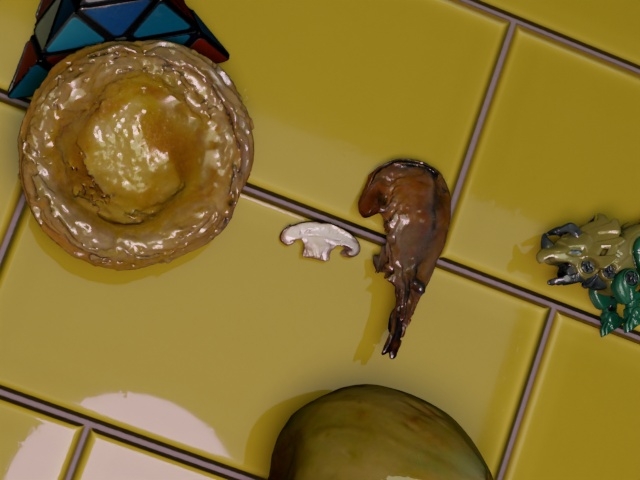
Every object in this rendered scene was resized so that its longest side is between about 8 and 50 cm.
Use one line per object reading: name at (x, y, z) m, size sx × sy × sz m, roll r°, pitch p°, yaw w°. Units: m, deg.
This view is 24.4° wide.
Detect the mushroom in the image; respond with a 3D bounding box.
mushroom at (0.000, 0.001, 1.824) m, size 0.101 × 0.019 × 0.049 m, roll 13°, pitch 80°, yaw -6°

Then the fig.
fig at (0.072, 0.288, 1.671) m, size 0.271 × 0.239 × 0.239 m, roll 7°, pitch 79°, yaw 32°

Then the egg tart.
egg tart at (-0.218, -0.103, 1.738) m, size 0.288 × 0.118 × 0.288 m, roll 1°, pitch 87°, yaw -16°

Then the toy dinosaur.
toy dinosaur at (0.398, 0.017, 1.868) m, size 0.259 × 0.094 × 0.153 m, roll -26°, pitch 92°, yaw -21°

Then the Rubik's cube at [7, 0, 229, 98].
Rubik's cube at (-0.212, -0.275, 1.711) m, size 0.250 × 0.234 × 0.284 m, roll 24°, pitch 78°, yaw -7°

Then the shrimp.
shrimp at (0.086, 0.021, 1.818) m, size 0.117 × 0.066 × 0.262 m, roll 17°, pitch 65°, yaw 7°
